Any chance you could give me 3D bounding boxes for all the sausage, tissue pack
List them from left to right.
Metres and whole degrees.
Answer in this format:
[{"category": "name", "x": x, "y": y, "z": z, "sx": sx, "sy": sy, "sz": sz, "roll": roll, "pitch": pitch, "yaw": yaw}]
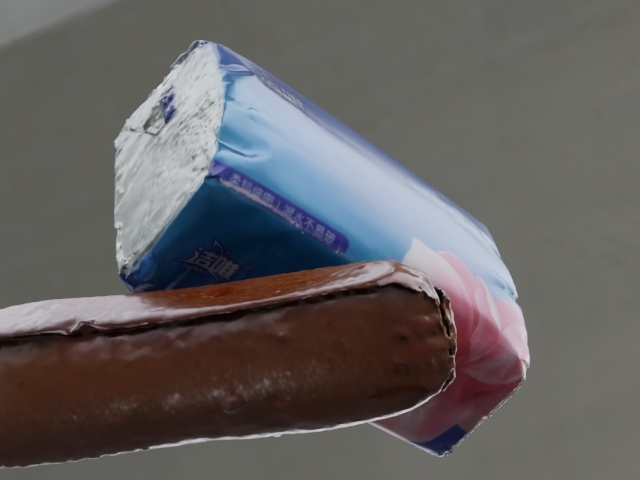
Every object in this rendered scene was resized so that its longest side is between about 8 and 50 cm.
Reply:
[{"category": "sausage", "x": -0.077, "y": 0.075, "z": 1.175, "sx": 0.330, "sy": 0.102, "sz": 0.102, "roll": -8, "pitch": -42, "yaw": 13}, {"category": "tissue pack", "x": 0.000, "y": 0.000, "z": 1.316, "sx": 0.270, "sy": 0.209, "sz": 0.137, "roll": 31, "pitch": -69, "yaw": -21}]
